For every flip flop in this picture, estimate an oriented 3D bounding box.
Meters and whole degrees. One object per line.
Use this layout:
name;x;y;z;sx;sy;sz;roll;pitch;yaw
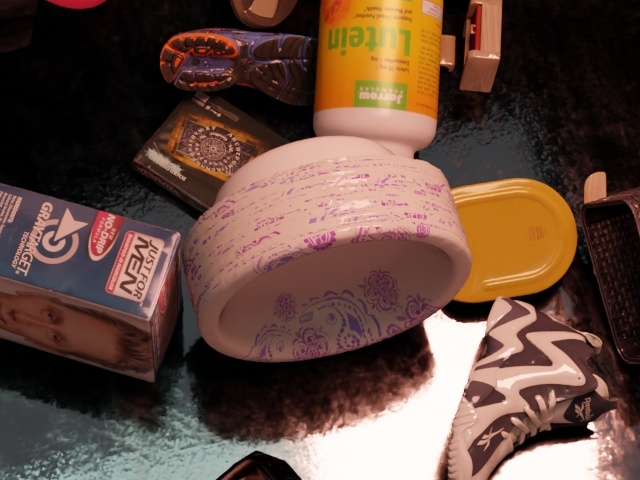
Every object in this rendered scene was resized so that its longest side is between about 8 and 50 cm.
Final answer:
flip flop;-0.104;-0.354;1.959;0.112;0.080;0.277;11;48;-44

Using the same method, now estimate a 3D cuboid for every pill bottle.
pill bottle;0.062;-0.172;1.821;0.136;0.136;0.245;4;84;-2

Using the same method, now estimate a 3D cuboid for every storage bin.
storage bin;0.355;0.033;1.741;0.084;0.122;0.180;-18;93;-18

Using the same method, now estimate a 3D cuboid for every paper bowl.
paper bowl;0.000;0.000;1.677;0.284;0.284;0.148;-11;65;-9

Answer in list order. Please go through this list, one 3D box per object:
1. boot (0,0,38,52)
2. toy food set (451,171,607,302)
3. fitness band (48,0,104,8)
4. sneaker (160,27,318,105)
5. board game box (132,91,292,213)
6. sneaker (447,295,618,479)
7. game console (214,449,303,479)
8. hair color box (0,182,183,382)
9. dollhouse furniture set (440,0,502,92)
boot;-0.553;-0.397;1.929;0.367;0.146;0.445;-16;70;-9
toy food set;0.207;-0.001;1.819;0.218;0.071;0.128;-8;88;-5
fitness band;-0.322;-0.397;1.920;0.209;0.054;0.291;11;53;-48
sneaker;-0.076;-0.210;1.890;0.221;0.083;0.087;8;22;-16
board game box;-0.100;-0.081;1.855;0.186;0.026;0.126;33;67;12
sneaker;0.224;0.178;1.709;0.153;0.094;0.235;14;53;13
game console;-0.115;0.371;1.559;0.361;0.044;0.213;-35;88;-31
hair color box;-0.321;0.026;1.705;0.347;0.174;0.105;15;64;4
dollhouse furniture set;0.145;-0.288;1.915;0.129;0.129;0.183;5;64;-1
